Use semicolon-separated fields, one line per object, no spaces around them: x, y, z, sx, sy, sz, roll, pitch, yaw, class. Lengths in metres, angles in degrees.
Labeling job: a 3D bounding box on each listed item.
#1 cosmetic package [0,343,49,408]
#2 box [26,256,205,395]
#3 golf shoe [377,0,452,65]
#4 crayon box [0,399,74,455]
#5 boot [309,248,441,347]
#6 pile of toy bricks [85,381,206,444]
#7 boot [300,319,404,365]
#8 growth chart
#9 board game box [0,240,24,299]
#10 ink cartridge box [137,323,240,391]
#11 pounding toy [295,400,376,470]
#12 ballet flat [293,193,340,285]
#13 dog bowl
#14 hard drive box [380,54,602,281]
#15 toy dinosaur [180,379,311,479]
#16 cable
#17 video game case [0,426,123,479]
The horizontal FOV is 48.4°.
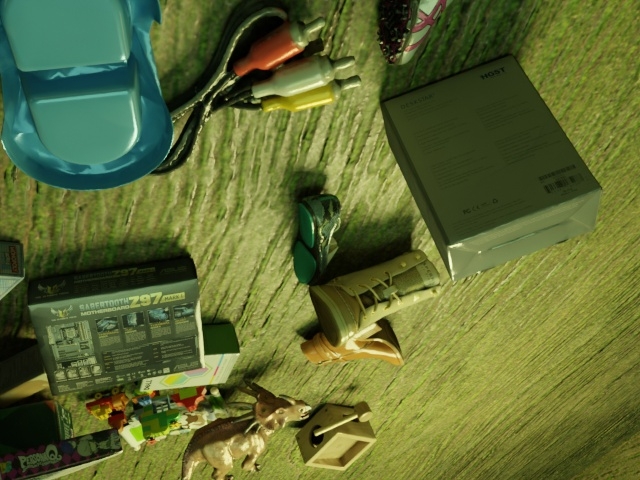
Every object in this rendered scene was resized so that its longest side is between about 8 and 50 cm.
-0.465;0.210;1.112;0.115;0.060;0.041;-25;146;12;cosmetic package
-0.291;0.126;1.042;0.232;0.059;0.183;-9;129;-15;box
0.117;-0.258;0.737;0.085;0.068;0.186;-5;143;-22;golf shoe
-0.580;0.339;1.164;0.318;0.081;0.202;-9;164;-16;crayon box
0.090;0.083;1.101;0.203;0.095;0.262;-20;178;-2;boot
-0.304;0.316;1.294;0.212;0.105;0.118;-15;146;-5;pile of toy bricks
0.064;0.206;1.354;0.152;0.073;0.197;-30;132;13;boot
-0.294;0.363;1.441;0.237;0.021;0.172;-19;147;1;growth chart
-0.477;0.060;0.898;0.194;0.060;0.194;-2;142;-22;board game box
-0.251;0.198;1.194;0.209;0.062;0.109;0;142;-25;ink cartridge box
0.037;0.417;1.619;0.181;0.094;0.206;21;120;-37;pounding toy
0.000;0.000;1.047;0.070;0.070;0.188;-10;148;-13;ballet flat
-0.234;-0.173;0.680;0.165;0.074;0.297;-9;143;-13;dog bowl
0.197;-0.092;0.860;0.181;0.232;0.089;-20;146;2;hard drive box
-0.176;0.379;1.385;0.295;0.127;0.200;-26;147;-23;toy dinosaur
-0.104;-0.156;0.770;0.287;0.072;0.139;-27;139;12;cable
-0.419;0.323;1.001;0.210;0.042;0.232;-6;162;-39;video game case
